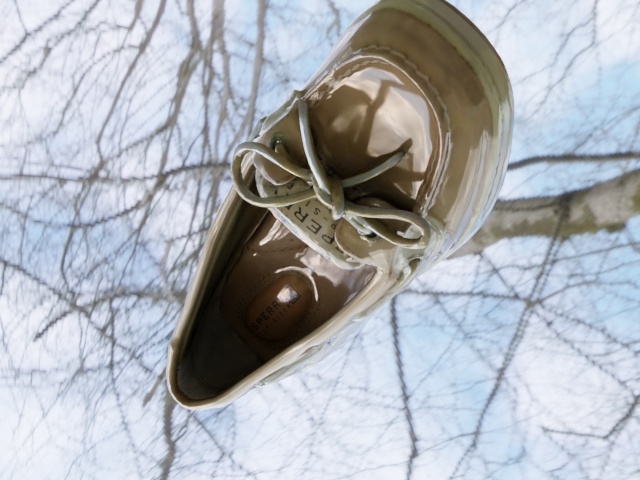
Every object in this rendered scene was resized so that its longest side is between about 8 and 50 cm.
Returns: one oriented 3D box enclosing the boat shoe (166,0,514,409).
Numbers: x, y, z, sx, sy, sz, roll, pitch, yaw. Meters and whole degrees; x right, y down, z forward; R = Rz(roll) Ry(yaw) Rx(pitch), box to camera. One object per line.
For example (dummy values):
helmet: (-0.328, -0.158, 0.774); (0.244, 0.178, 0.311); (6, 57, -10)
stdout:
boat shoe: (0.000, 0.000, 0.623); (0.104, 0.285, 0.089); (43, -127, 12)
